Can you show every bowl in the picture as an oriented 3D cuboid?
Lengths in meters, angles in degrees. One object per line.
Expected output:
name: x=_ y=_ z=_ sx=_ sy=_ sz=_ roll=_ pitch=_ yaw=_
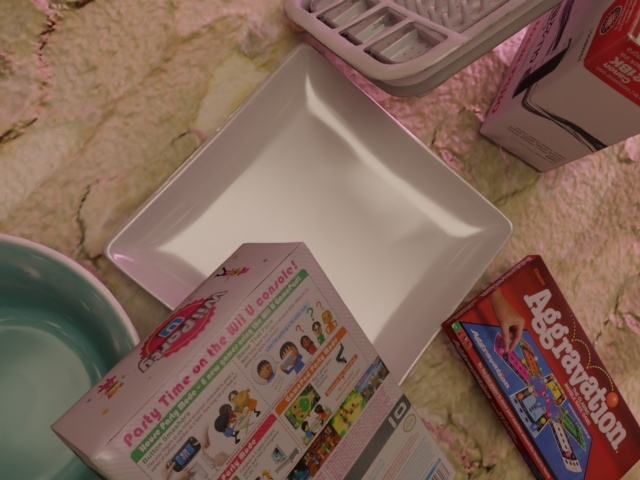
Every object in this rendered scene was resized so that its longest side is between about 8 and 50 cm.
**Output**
bowl: x=-0.305 y=0.159 z=0.547 sx=0.311 sy=0.163 sz=0.312 roll=2 pitch=79 yaw=-11

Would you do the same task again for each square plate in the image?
square plate: x=0.000 y=0.000 z=0.696 sx=0.347 sy=0.049 sz=0.344 roll=41 pitch=74 yaw=-2

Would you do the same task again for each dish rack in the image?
dish rack: x=0.148 y=-0.293 z=0.688 sx=0.332 sy=0.072 sz=0.285 roll=-35 pitch=45 yaw=-3

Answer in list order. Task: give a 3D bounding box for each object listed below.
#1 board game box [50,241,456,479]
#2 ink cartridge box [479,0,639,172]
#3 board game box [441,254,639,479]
board game box: x=-0.033 y=0.185 z=0.521 sx=0.224 sy=0.097 sz=0.303 roll=-46 pitch=117 yaw=-30
ink cartridge box: x=0.323 y=-0.213 z=0.680 sx=0.114 sy=0.273 sz=0.197 roll=30 pitch=76 yaw=-7
board game box: x=0.269 y=0.173 z=0.704 sx=0.145 sy=0.027 sz=0.281 roll=-35 pitch=97 yaw=-18
